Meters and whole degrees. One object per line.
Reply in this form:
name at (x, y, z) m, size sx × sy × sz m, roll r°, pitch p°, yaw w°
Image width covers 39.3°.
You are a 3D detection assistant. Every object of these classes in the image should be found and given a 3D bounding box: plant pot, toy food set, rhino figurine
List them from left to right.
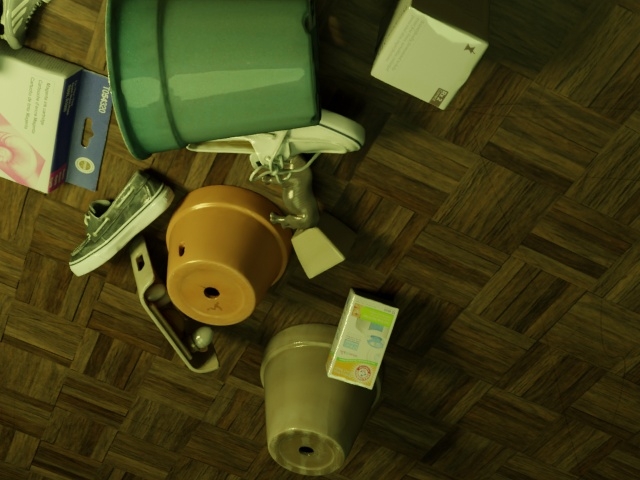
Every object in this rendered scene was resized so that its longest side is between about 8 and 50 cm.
toy food set at (-0.341, 0.147, 2.112) m, size 0.092 × 0.220 × 0.306 m, roll -29°, pitch 124°, yaw -2°
plant pot at (-0.219, 0.050, 2.000) m, size 0.290 × 0.203 × 0.291 m, roll 5°, pitch 131°, yaw 6°
plant pot at (-0.171, -0.323, 1.598) m, size 0.334 × 0.341 × 0.341 m, roll -3°, pitch 131°, yaw 3°
rhino figurine at (-0.062, -0.128, 1.890) m, size 0.106 × 0.073 × 0.243 m, roll 2°, pitch 117°, yaw 29°
plant pot at (-0.015, 0.416, 2.233) m, size 0.323 × 0.280 × 0.323 m, roll 6°, pitch 133°, yaw 7°
plant pot at (0.000, 0.000, 1.983) m, size 0.109 × 0.109 × 0.096 m, roll -29°, pitch 109°, yaw 32°

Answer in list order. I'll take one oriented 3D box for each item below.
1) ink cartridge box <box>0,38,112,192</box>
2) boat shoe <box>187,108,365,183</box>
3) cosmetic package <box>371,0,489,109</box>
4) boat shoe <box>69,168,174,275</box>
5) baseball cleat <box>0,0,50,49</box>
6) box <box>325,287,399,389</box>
ink cartridge box at (-0.623, -0.255, 1.903) m, size 0.330 × 0.071 × 0.324 m, roll 20°, pitch 132°, yaw -4°
boat shoe at (-0.100, -0.182, 1.753) m, size 0.367 × 0.157 × 0.136 m, roll 11°, pitch 166°, yaw 12°
cosmetic package at (0.193, -0.360, 1.564) m, size 0.151 × 0.184 × 0.151 m, roll 24°, pitch 131°, yaw -10°
boat shoe at (-0.475, -0.048, 2.039) m, size 0.335 × 0.121 × 0.119 m, roll -38°, pitch 108°, yaw 23°
baseball cleat at (-0.558, -0.449, 1.715) m, size 0.109 × 0.072 × 0.206 m, roll 6°, pitch 138°, yaw -7°
box at (0.095, 0.229, 2.095) m, size 0.114 × 0.103 × 0.203 m, roll 18°, pitch 95°, yaw -4°
